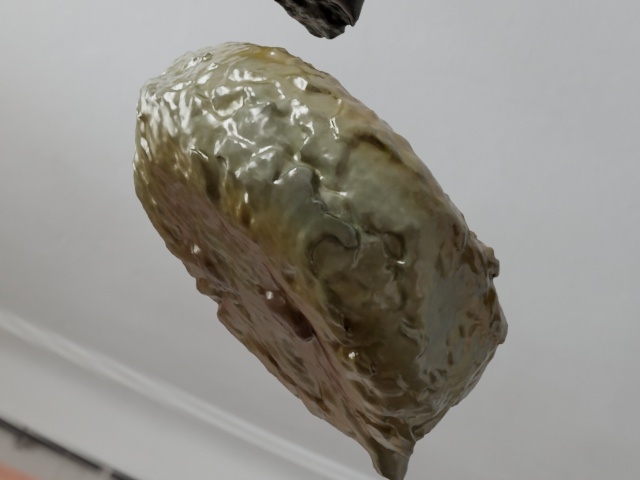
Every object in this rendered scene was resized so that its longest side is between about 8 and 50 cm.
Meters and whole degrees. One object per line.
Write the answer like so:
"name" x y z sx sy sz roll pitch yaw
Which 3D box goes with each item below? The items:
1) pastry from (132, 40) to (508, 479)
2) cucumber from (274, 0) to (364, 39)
"pastry" 0.000 0.000 1.126 0.329 0.136 0.329 45 -18 19
"cucumber" -0.016 -0.237 1.217 0.115 0.086 0.193 -46 -55 6
